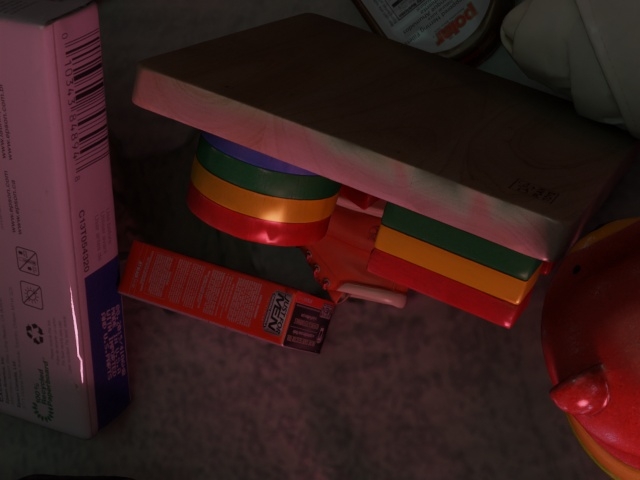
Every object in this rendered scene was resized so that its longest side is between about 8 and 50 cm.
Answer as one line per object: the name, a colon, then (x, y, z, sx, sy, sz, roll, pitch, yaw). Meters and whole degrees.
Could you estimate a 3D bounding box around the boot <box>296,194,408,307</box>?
boot: (0.000, 0.000, 0.916, 0.158, 0.059, 0.085, 13, 90, 23)

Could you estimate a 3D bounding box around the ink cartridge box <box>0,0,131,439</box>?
ink cartridge box: (-0.303, -0.037, 0.957, 0.330, 0.071, 0.324, 13, 120, 24)

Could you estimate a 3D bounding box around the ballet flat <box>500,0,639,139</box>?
ballet flat: (0.161, -0.185, 0.840, 0.139, 0.139, 0.400, -27, 64, 16)

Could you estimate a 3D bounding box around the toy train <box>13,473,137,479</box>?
toy train: (-0.253, 0.270, 0.937, 0.334, 0.142, 0.190, -5, 66, 24)

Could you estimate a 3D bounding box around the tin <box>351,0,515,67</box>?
tin: (0.065, -0.206, 0.939, 0.106, 0.040, 0.190, -39, 68, 16)

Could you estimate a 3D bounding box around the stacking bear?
stacking bear: (0.197, 0.064, 0.691, 0.175, 0.289, 0.164, -23, 72, 17)

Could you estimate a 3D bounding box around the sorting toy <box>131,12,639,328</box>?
sorting toy: (0.048, -0.048, 0.792, 0.255, 0.257, 0.089, 22, 113, 16)

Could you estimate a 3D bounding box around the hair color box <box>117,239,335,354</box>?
hair color box: (-0.068, 0.041, 0.928, 0.141, 0.072, 0.043, 17, 87, 24)
